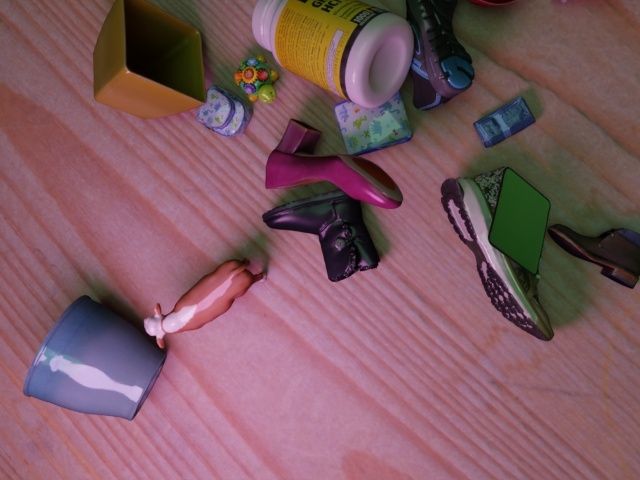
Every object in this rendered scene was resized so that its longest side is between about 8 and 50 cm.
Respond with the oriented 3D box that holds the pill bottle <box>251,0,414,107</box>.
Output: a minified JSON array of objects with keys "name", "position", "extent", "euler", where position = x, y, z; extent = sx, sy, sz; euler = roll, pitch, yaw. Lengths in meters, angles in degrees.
[{"name":"pill bottle","position":[0.015,-0.425,1.178],"extent":[0.334,0.188,0.187],"euler":[34,103,30]}]

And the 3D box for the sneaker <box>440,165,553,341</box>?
[{"name":"sneaker","position":[0.426,0.019,1.186],"extent":[0.182,0.158,0.410],"euler":[-27,93,-3]}]

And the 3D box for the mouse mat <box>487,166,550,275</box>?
[{"name":"mouse mat","position":[0.408,-0.040,1.133],"extent":[0.153,0.007,0.189],"euler":[32,63,-23]}]

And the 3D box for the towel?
[{"name":"towel","position":[0.402,-0.257,1.214],"extent":[0.120,0.029,0.067],"euler":[-29,89,14]}]

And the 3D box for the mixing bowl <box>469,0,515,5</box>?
[{"name":"mixing bowl","position":[0.346,-0.562,1.153],"extent":[0.182,0.098,0.181],"euler":[0,92,-7]}]

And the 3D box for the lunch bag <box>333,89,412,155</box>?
[{"name":"lunch bag","position":[0.117,-0.265,1.249],"extent":[0.151,0.096,0.128],"euler":[-17,91,5]}]

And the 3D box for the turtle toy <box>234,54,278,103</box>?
[{"name":"turtle toy","position":[-0.150,-0.378,1.318],"extent":[0.095,0.066,0.130],"euler":[-42,85,14]}]

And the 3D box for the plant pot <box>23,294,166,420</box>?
[{"name":"plant pot","position":[-0.537,0.311,1.387],"extent":[0.255,0.271,0.271],"euler":[26,101,-5]}]

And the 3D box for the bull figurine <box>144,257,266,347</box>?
[{"name":"bull figurine","position":[-0.273,0.142,1.331],"extent":[0.310,0.188,0.101],"euler":[-32,86,14]}]

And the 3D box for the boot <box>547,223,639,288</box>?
[{"name":"boot","position":[0.590,0.001,1.170],"extent":[0.219,0.082,0.106],"euler":[33,92,-5]}]

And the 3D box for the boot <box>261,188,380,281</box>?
[{"name":"boot","position":[0.000,0.000,1.300],"extent":[0.247,0.094,0.207],"euler":[-14,88,8]}]

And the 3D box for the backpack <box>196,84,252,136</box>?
[{"name":"backpack","position":[-0.232,-0.305,1.336],"extent":[0.114,0.084,0.105],"euler":[31,104,6]}]

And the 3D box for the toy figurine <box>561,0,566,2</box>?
[{"name":"toy figurine","position":[0.534,-0.585,1.064],"extent":[0.148,0.213,0.209],"euler":[-21,93,-2]}]

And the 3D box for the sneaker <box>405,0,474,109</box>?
[{"name":"sneaker","position":[0.219,-0.445,1.189],"extent":[0.125,0.140,0.340],"euler":[2,73,-26]}]

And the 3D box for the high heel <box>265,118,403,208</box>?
[{"name":"high heel","position":[0.019,-0.116,1.221],"extent":[0.377,0.127,0.181],"euler":[42,115,41]}]

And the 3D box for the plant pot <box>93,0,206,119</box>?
[{"name":"plant pot","position":[-0.414,-0.400,1.295],"extent":[0.187,0.212,0.212],"euler":[-23,67,35]}]
